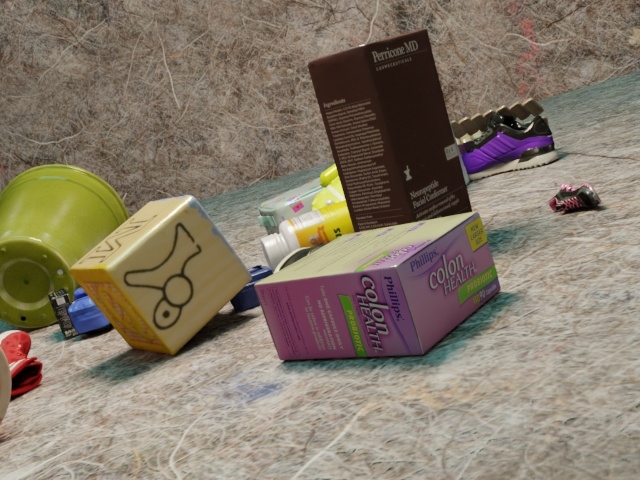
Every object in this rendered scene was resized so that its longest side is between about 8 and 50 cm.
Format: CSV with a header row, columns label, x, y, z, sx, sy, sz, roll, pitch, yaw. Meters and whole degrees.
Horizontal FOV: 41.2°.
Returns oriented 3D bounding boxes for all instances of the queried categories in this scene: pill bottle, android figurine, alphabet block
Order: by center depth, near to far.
label,x,y,z,sx,sy,sz,roll,pitch,yaw
alphabet block,-0.273,0.058,1.455,0.197,0.192,0.193,-44,20,-27
pill bottle,0.000,0.000,1.622,0.215,0.117,0.117,-20,10,-9
android figurine,0.091,-0.090,1.791,0.273,0.056,0.248,-38,47,-6

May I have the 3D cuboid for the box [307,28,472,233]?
label,x,y,z,sx,sy,sz,roll,pitch,yaw
box,0.131,-0.154,1.469,0.143,0.381,0.191,-8,14,43

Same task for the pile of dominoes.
label,x,y,z,sx,sy,sz,roll,pitch,yaw
pile of dominoes,0.450,-0.273,2.154,0.251,0.196,0.040,-17,48,10

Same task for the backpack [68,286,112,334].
label,x,y,z,sx,sy,sz,roll,pitch,yaw
backpack,-0.467,0.138,1.764,0.098,0.101,0.120,-21,12,21

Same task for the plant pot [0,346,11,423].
label,x,y,z,sx,sy,sz,roll,pitch,yaw
plant pot,-0.598,0.208,1.212,0.243,0.274,0.275,1,19,33

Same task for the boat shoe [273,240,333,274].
label,x,y,z,sx,sy,sz,roll,pitch,yaw
boat shoe,0.009,0.045,1.472,0.079,0.084,0.233,-9,11,45

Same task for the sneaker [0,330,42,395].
label,x,y,z,sx,sy,sz,roll,pitch,yaw
sneaker,-0.534,0.225,1.515,0.128,0.087,0.221,-8,24,10

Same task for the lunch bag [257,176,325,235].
label,x,y,z,sx,sy,sz,roll,pitch,yaw
lunch bag,-0.040,-0.080,2.155,0.224,0.107,0.279,-27,8,-12

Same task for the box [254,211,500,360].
label,x,y,z,sx,sy,sz,roll,pitch,yaw
box,0.079,0.063,1.150,0.243,0.117,0.214,-11,12,41

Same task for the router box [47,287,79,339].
label,x,y,z,sx,sy,sz,roll,pitch,yaw
router box,-0.549,0.156,1.826,0.038,0.092,0.122,-22,10,-19

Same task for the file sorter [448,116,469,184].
label,x,y,z,sx,sy,sz,roll,pitch,yaw
file sorter,0.213,-0.173,1.999,0.173,0.192,0.278,-16,10,26

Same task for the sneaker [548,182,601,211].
label,x,y,z,sx,sy,sz,roll,pitch,yaw
sneaker,0.436,-0.067,1.469,0.057,0.047,0.119,-35,9,-10

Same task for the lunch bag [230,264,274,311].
label,x,y,z,sx,sy,sz,roll,pitch,yaw
lunch bag,-0.124,0.082,1.555,0.099,0.065,0.067,-21,10,-13

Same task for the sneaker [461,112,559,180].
label,x,y,z,sx,sy,sz,roll,pitch,yaw
sneaker,0.430,-0.239,2.092,0.293,0.146,0.102,-11,13,33

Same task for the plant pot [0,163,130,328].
label,x,y,z,sx,sy,sz,roll,pitch,yaw
plant pot,-0.686,0.037,2.118,0.367,0.366,0.353,-17,22,6
